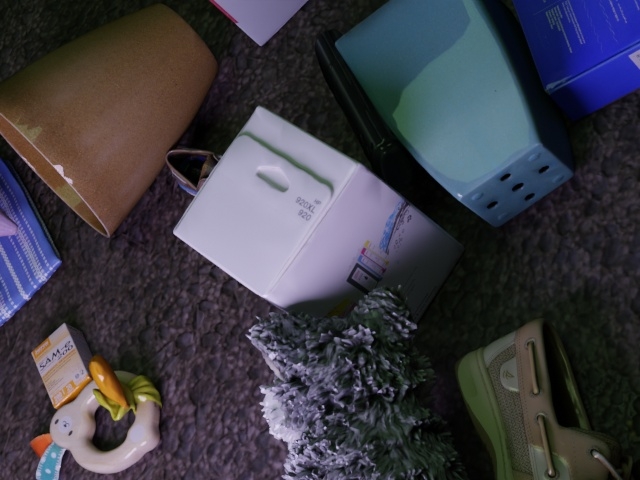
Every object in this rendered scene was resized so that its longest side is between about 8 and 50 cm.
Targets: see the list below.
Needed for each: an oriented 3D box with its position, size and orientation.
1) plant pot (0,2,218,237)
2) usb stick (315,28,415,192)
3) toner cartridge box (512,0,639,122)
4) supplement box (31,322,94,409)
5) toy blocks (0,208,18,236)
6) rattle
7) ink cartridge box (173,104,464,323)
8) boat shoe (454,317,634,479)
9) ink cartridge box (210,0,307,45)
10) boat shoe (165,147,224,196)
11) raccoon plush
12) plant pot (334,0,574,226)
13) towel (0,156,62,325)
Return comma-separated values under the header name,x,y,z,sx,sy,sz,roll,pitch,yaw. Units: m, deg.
name,x,y,z,sx,sy,sz,roll,pitch,yaw
plant pot,-0.258,-0.173,1.885,0.254,0.237,0.237,-43,48,-10
usb stick,0.048,-0.152,1.698,0.045,0.077,0.278,-21,38,-1
toner cartridge box,0.288,-0.314,1.647,0.165,0.075,0.347,-26,55,20
supplement box,-0.315,0.160,1.856,0.062,0.036,0.098,-42,50,10
toy blocks,-0.514,-0.069,1.991,0.260,0.309,0.288,17,88,3
rattle,-0.298,0.217,1.754,0.200,0.143,0.130,-14,78,22
ink cartridge box,0.000,0.000,1.586,0.171,0.233,0.168,32,87,41
boat shoe,0.230,0.218,1.386,0.110,0.122,0.341,-35,50,17
ink cartridge box,-0.105,-0.368,1.917,0.127,0.128,0.176,-45,50,8
boat shoe,-0.120,-0.072,1.817,0.183,0.066,0.066,13,75,39
raccoon plush,0.084,0.189,1.340,0.446,0.216,0.299,-13,86,64
plant pot,0.161,-0.146,1.598,0.165,0.166,0.234,-35,58,16
towel,-0.515,0.063,2.047,0.336,0.040,0.243,-43,51,9
